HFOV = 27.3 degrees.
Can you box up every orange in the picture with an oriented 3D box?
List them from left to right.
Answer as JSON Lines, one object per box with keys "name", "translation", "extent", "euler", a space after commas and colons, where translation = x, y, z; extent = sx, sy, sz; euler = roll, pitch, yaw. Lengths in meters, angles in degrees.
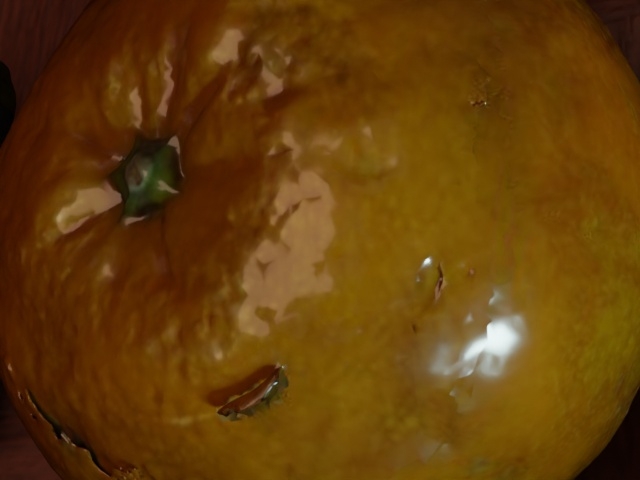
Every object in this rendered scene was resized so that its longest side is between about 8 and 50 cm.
{"name": "orange", "translation": [0.000, 0.000, 0.540], "extent": [0.283, 0.226, 0.284], "euler": [-13, 65, 31]}

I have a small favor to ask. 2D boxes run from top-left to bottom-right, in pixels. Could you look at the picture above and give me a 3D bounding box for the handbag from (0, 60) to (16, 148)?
{"name": "handbag", "translation": [-0.331, -0.009, 0.799], "extent": [0.222, 0.263, 0.241], "euler": [-16, 65, 51]}
